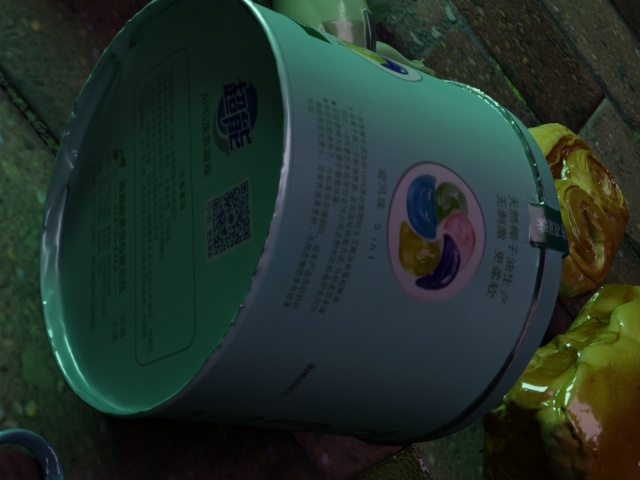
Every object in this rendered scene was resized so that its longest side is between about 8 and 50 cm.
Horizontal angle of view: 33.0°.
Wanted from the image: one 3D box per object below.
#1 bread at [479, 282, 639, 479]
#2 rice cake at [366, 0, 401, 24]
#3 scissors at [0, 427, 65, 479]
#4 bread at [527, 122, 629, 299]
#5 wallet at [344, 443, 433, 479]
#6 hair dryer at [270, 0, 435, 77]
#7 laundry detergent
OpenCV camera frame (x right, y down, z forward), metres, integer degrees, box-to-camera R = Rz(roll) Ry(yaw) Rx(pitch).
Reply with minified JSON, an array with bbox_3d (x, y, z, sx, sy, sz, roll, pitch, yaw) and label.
[{"bbox_3d":[0.297,0.170,1.125,0.344,0.149,0.195,-28,119,-50],"label":"bread"},{"bbox_3d":[0.016,-0.313,1.267,0.206,0.069,0.063,14,53,-43],"label":"rice cake"},{"bbox_3d":[-0.260,0.191,0.666,0.256,0.030,0.125,-1,66,-49],"label":"scissors"},{"bbox_3d":[0.278,-0.036,1.308,0.198,0.120,0.236,54,38,-6],"label":"bread"},{"bbox_3d":[0.034,0.270,0.915,0.243,0.039,0.133,-16,70,-49],"label":"wallet"},{"bbox_3d":[0.054,-0.139,1.180,0.298,0.119,0.296,32,50,-46],"label":"hair dryer"},{"bbox_3d":[0.000,0.000,0.783,0.305,0.287,0.287,14,56,-40],"label":"laundry detergent"}]
